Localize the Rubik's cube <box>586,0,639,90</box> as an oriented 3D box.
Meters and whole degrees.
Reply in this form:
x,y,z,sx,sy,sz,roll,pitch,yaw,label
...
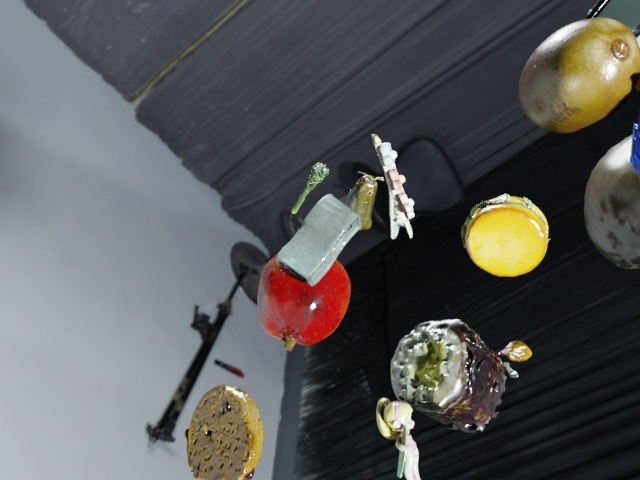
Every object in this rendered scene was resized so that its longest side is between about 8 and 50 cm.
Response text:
x,y,z,sx,sy,sz,roll,pitch,yaw,label
0.849,-0.550,1.438,0.294,0.288,0.283,38,14,13,Rubik's cube

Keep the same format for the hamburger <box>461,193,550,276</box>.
x,y,z,sx,sy,sz,roll,pitch,yaw,label
0.537,-0.024,1.688,0.246,0.246,0.170,54,33,-8,hamburger

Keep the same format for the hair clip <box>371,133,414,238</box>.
x,y,z,sx,sy,sz,roll,pitch,yaw,label
0.145,-0.103,1.120,0.062,0.056,0.213,-67,146,-75,hair clip

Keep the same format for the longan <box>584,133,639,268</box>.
x,y,z,sx,sy,sz,roll,pitch,yaw,label
0.947,-0.114,1.597,0.403,0.404,0.436,56,-8,-2,longan

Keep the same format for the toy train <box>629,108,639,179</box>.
x,y,z,sx,sy,sz,roll,pitch,yaw,label
0.610,-0.208,1.033,0.131,0.083,0.203,-65,150,-57,toy train

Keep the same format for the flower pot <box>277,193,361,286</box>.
x,y,z,sx,sy,sz,roll,pitch,yaw,label
0.000,0.000,1.511,0.108,0.229,0.103,36,-6,20,flower pot

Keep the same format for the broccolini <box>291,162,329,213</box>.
x,y,z,sx,sy,sz,roll,pitch,yaw,label
-0.041,-0.155,1.785,0.051,0.239,0.054,42,50,1,broccolini

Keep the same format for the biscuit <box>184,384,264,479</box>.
x,y,z,sx,sy,sz,roll,pitch,yaw,label
-0.247,0.521,1.527,0.075,0.296,0.295,18,44,-43,biscuit

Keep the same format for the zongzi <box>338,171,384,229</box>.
x,y,z,sx,sy,sz,roll,pitch,yaw,label
0.107,-0.151,1.812,0.084,0.187,0.184,-5,36,-26,zongzi

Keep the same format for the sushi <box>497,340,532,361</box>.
x,y,z,sx,sy,sz,roll,pitch,yaw,label
0.511,0.285,1.512,0.099,0.050,0.047,11,7,-21,sushi

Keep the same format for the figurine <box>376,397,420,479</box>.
x,y,z,sx,sy,sz,roll,pitch,yaw,label
0.171,0.428,1.251,0.083,0.083,0.187,13,58,-59,figurine

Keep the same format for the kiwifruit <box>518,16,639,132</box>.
x,y,z,sx,sy,sz,roll,pitch,yaw,label
0.482,-0.306,1.087,0.195,0.196,0.234,57,-9,0,kiwifruit

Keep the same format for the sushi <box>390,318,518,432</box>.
x,y,z,sx,sy,sz,roll,pitch,yaw,label
0.397,0.411,1.790,0.294,0.299,0.281,38,-13,-34,sushi

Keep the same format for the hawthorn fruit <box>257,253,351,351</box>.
x,y,z,sx,sy,sz,roll,pitch,yaw,label
-0.058,0.172,1.646,0.265,0.265,0.307,44,50,-28,hawthorn fruit
